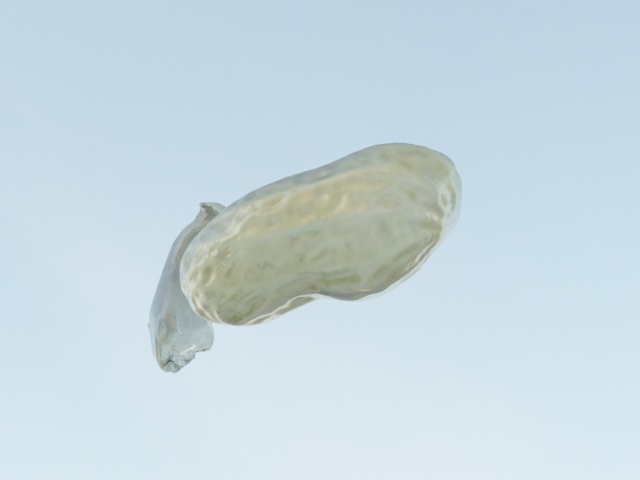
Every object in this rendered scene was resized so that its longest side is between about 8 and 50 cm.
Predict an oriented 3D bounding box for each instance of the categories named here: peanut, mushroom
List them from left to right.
[{"bbox_3d":[-0.194,0.064,1.480,0.096,0.278,0.099,-7,-33,28],"label":"mushroom"},{"bbox_3d":[0.000,0.000,1.035,0.313,0.152,0.152,-17,-46,3],"label":"peanut"}]
